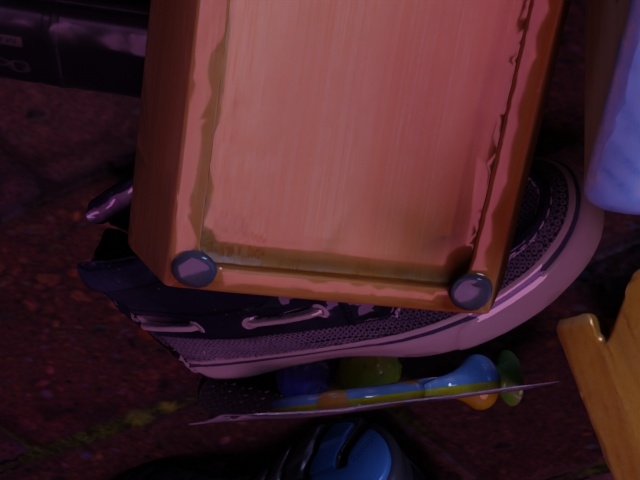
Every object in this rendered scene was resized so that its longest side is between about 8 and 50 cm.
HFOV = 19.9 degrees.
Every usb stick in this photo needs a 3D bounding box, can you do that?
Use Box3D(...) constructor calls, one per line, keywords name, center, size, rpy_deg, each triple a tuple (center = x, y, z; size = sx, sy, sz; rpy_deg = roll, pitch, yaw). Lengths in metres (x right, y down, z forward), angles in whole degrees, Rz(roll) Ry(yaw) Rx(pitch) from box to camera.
Box3D(name="usb stick", center=(-0.209, -0.131, 1.088), size=(0.278, 0.045, 0.077), rpy_deg=(9, 146, 5))

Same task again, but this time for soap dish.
Box3D(name="soap dish", center=(0.019, -0.093, 0.992), size=(0.229, 0.118, 0.291), rpy_deg=(6, 122, -6))

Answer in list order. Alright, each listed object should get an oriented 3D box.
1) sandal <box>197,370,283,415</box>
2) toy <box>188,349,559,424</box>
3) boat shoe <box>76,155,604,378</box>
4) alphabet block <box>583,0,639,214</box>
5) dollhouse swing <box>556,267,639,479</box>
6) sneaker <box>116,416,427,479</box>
Box3D(name="sandal", center=(-0.032, 0.068, 1.353), size=(0.067, 0.040, 0.179), rpy_deg=(20, 126, -25))
Box3D(name="toy", center=(0.036, 0.099, 1.320), size=(0.237, 0.056, 0.137), rpy_deg=(0, 171, -24))
Box3D(name="boat shoe", center=(0.000, 0.000, 1.175), size=(0.340, 0.127, 0.158), rpy_deg=(-19, 144, 30))
Box3D(name="alphabet block", center=(0.239, -0.137, 0.911), size=(0.193, 0.197, 0.192), rpy_deg=(7, 143, 0))
Box3D(name="dollhouse swing", center=(0.418, 0.101, 1.307), size=(0.347, 0.305, 0.315), rpy_deg=(-20, 94, 30))
Box3D(name="sneaker", center=(-0.059, 0.254, 1.520), size=(0.341, 0.125, 0.139), rpy_deg=(-15, 139, 27))
